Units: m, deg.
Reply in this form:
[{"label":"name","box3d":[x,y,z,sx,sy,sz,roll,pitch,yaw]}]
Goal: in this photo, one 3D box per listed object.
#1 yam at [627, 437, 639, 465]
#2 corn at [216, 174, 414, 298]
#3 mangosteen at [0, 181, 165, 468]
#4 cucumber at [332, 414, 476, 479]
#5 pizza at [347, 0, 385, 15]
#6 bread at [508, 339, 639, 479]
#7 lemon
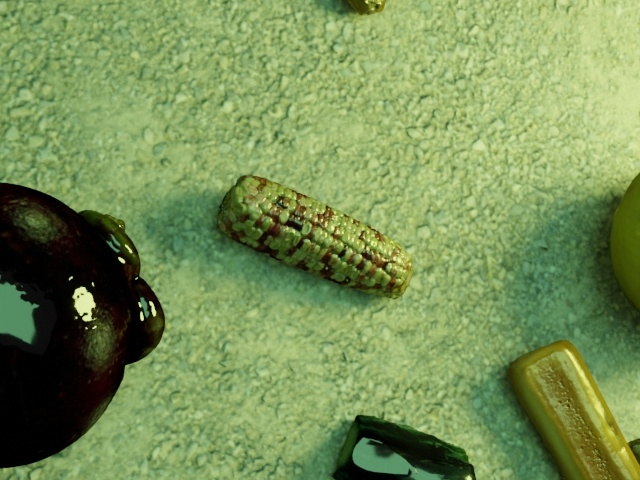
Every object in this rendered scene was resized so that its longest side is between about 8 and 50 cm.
[{"label":"yam","box3d":[0.459,0.317,1.636,0.107,0.107,0.183,-28,87,-20]},{"label":"corn","box3d":[0.000,0.000,1.555,0.253,0.086,0.086,25,73,-13]},{"label":"mangosteen","box3d":[-0.309,0.090,1.339,0.313,0.297,0.296,17,74,-37]},{"label":"cucumber","box3d":[0.116,0.279,1.547,0.193,0.086,0.115,25,75,-5]},{"label":"pizza","box3d":[0.077,-0.391,1.668,0.199,0.062,0.188,-24,100,-26]},{"label":"bread","box3d":[0.318,0.239,1.617,0.093,0.074,0.239,-28,90,0]},{"label":"lemon","box3d":[0.470,0.016,1.630,0.240,0.240,0.219,33,96,-10]}]
